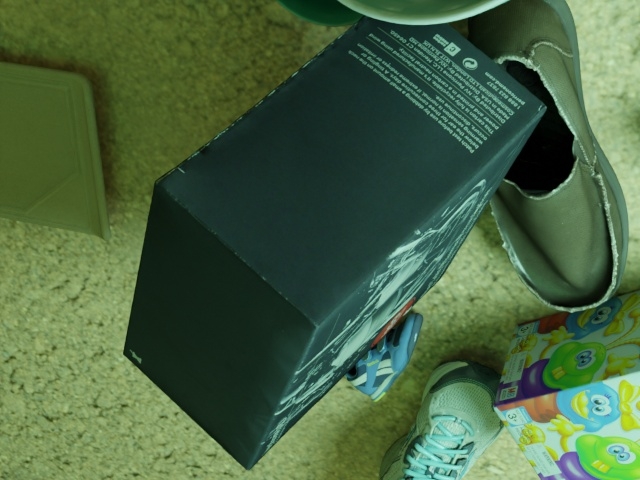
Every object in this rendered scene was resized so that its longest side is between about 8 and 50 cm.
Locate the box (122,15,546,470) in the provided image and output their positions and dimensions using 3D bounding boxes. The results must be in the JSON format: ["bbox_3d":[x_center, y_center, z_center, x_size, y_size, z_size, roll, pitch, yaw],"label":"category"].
[{"bbox_3d":[0.000,0.000,1.199,0.179,0.312,0.343,42,151,11],"label":"box"}]

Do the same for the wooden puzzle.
[{"bbox_3d":[-0.351,-0.114,1.505,0.239,0.044,0.221,13,130,17],"label":"wooden puzzle"}]

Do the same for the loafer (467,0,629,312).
[{"bbox_3d":[0.206,-0.065,1.269,0.134,0.130,0.365,-8,122,26],"label":"loafer"}]

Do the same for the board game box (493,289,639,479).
[{"bbox_3d":[0.346,0.149,1.372,0.275,0.142,0.144,-20,117,32],"label":"board game box"}]

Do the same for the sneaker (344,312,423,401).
[{"bbox_3d":[0.072,0.131,1.522,0.059,0.053,0.144,32,129,-2],"label":"sneaker"}]

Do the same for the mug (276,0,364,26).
[{"bbox_3d":[0.026,-0.269,1.201,0.158,0.097,0.129,37,133,-12],"label":"mug"}]

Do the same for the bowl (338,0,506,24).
[{"bbox_3d":[0.127,-0.319,1.039,0.312,0.163,0.311,1,91,35],"label":"bowl"}]

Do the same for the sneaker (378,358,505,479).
[{"bbox_3d":[0.143,0.260,1.546,0.110,0.122,0.283,25,130,2],"label":"sneaker"}]
